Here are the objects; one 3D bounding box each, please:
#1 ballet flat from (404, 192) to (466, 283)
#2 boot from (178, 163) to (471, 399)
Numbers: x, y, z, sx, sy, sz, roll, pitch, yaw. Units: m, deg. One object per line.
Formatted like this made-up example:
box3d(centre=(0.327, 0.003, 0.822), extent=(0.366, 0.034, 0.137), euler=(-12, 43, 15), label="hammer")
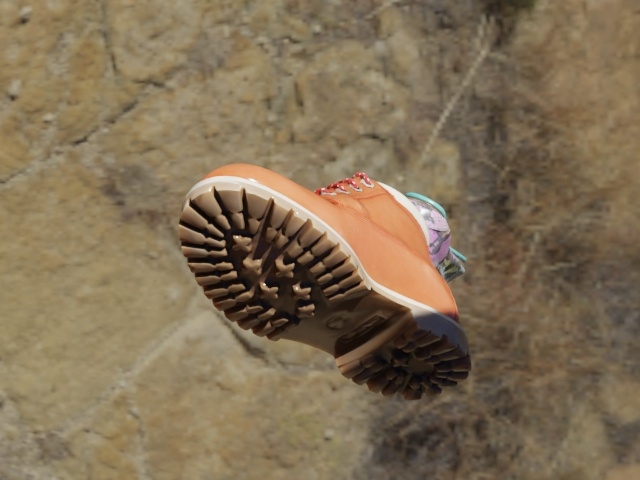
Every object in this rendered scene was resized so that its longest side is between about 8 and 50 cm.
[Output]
box3d(centre=(0.089, 0.017, 1.244), extent=(0.079, 0.077, 0.221), euler=(-61, 166, -6), label="ballet flat")
box3d(centre=(0.000, 0.000, 0.545), extent=(0.158, 0.059, 0.085), euler=(36, 37, -42), label="boot")
